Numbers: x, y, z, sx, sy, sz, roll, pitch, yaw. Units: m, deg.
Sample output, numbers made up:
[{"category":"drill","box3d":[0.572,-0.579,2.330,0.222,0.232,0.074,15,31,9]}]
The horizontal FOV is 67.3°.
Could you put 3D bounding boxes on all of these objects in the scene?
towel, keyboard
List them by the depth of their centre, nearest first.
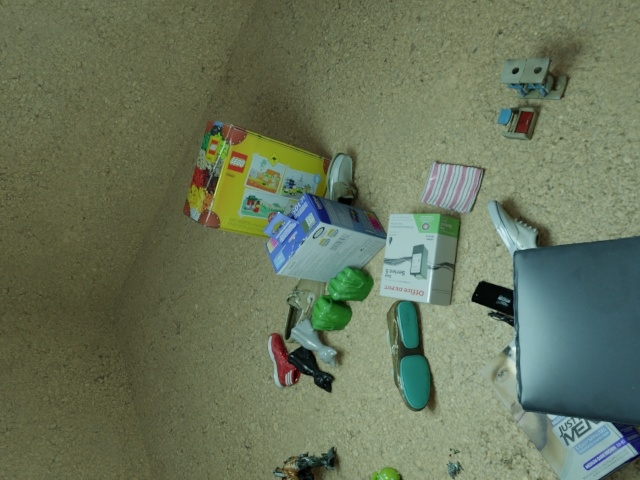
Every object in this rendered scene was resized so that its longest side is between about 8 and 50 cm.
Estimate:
[{"category":"keyboard","box3d":[0.510,0.183,1.336,0.192,0.038,0.100,20,73,49]},{"category":"towel","box3d":[0.409,-0.171,1.520,0.197,0.029,0.144,22,97,48]}]

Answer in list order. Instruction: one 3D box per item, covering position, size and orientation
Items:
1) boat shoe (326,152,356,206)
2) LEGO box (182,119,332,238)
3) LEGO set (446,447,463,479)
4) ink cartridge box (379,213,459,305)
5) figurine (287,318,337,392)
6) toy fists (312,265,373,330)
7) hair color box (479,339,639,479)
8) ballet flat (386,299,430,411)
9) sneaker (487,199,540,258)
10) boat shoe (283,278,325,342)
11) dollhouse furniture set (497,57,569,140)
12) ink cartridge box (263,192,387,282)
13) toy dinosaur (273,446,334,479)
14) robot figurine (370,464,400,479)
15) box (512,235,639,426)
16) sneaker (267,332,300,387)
[{"category":"boat shoe","box3d":[0.086,-0.179,1.829,0.103,0.113,0.302,17,105,47]},{"category":"LEGO box","box3d":[-0.229,-0.211,1.883,0.193,0.501,0.372,25,100,47]},{"category":"LEGO set","box3d":[0.377,0.640,1.375,0.054,0.024,0.083,-30,60,40]},{"category":"ink cartridge box","box3d":[0.310,0.058,1.513,0.198,0.115,0.272,3,84,48]},{"category":"figurine","box3d":[-0.019,0.432,1.788,0.209,0.092,0.214,36,131,38]},{"category":"toy fists","box3d":[0.065,0.212,1.730,0.279,0.142,0.096,-57,46,22]},{"category":"hair color box","box3d":[0.569,0.398,1.156,0.185,0.110,0.338,-55,45,26]},{"category":"ballet flat","box3d":[0.261,0.362,1.517,0.124,0.116,0.342,135,132,-58]},{"category":"sneaker","box3d":[0.543,-0.010,1.305,0.091,0.094,0.258,-30,63,19]},{"category":"boat shoe","box3d":[-0.069,0.240,1.896,0.122,0.110,0.340,6,86,49]},{"category":"dollhouse furniture set","box3d":[0.567,-0.382,1.316,0.129,0.129,0.183,21,96,48]},{"category":"ink cartridge box","box3d":[0.000,0.000,1.658,0.270,0.396,0.151,-49,49,29]},{"category":"toy dinosaur","box3d":[-0.059,0.821,1.662,0.322,0.219,0.164,-79,-11,-81]},{"category":"robot figurine","box3d":[0.208,0.763,1.502,0.101,0.067,0.115,21,98,21]},{"category":"box","box3d":[0.668,0.164,0.823,0.480,0.472,0.297,-10,74,46]},{"category":"sneaker","box3d":[-0.135,0.477,1.953,0.128,0.087,0.221,-20,79,35]}]
